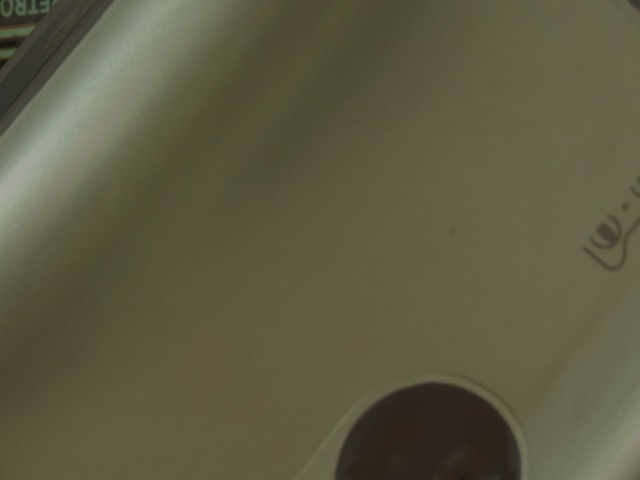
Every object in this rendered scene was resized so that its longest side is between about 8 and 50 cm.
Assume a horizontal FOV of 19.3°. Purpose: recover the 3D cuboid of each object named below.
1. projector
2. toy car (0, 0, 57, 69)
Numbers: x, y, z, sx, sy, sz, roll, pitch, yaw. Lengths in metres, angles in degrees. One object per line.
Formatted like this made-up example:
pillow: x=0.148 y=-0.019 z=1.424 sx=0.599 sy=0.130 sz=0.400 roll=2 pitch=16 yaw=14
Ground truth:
projector: x=0.000 y=0.000 z=0.690 sx=0.248 sy=0.248 sz=0.249 roll=39 pitch=89 yaw=-15
toy car: x=-0.240 y=-0.147 z=1.183 sx=0.305 sy=0.125 sz=0.136 roll=-7 pitch=123 yaw=-23
